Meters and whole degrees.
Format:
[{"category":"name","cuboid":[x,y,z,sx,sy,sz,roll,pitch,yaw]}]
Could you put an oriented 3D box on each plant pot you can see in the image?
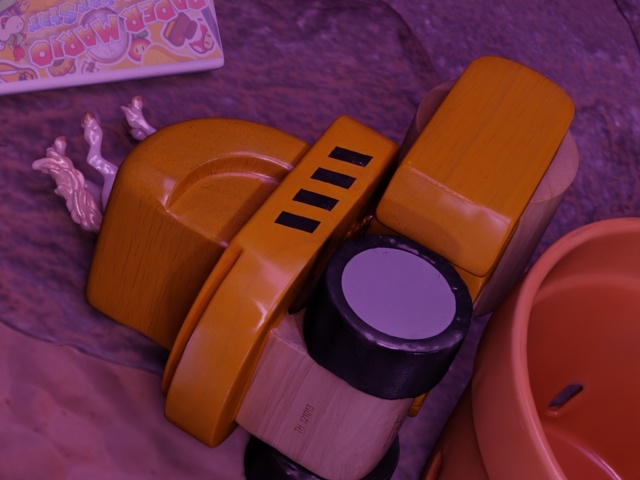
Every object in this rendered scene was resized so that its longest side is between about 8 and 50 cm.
[{"category":"plant pot","cuboid":[0.197,0.159,1.287,0.291,0.203,0.290,17,50,-21]}]

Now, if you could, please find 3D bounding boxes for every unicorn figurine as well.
[{"category":"unicorn figurine","cuboid":[-0.112,-0.046,1.365,0.162,0.060,0.111,-30,76,-26]}]

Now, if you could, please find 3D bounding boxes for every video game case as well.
[{"category":"video game case","cuboid":[-0.182,-0.210,1.401,0.227,0.026,0.206,-11,90,-37]}]

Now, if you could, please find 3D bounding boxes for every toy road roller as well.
[{"category":"toy road roller","cuboid":[0.000,0.000,1.300,0.241,0.202,0.329,31,46,8]}]
